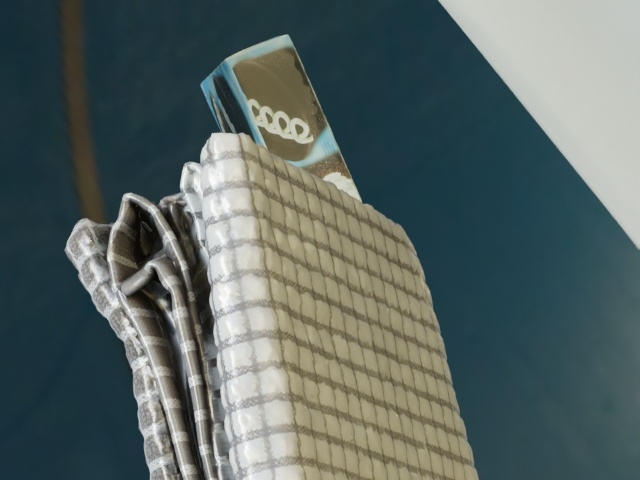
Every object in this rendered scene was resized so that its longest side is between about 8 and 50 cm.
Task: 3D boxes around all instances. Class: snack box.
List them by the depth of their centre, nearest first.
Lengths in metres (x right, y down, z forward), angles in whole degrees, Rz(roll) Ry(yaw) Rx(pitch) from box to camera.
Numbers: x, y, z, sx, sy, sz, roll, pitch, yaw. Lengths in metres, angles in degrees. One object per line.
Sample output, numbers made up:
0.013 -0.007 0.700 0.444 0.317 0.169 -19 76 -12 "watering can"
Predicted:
0.000 0.000 1.611 0.187 0.060 0.322 171 75 -81 "snack box"

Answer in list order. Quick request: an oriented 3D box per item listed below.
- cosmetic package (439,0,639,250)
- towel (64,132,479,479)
0.217 -0.209 1.467 0.385 0.217 0.156 51 -126 -1 "cosmetic package"
-0.016 0.094 1.130 0.283 0.121 0.235 25 -131 -61 "towel"
